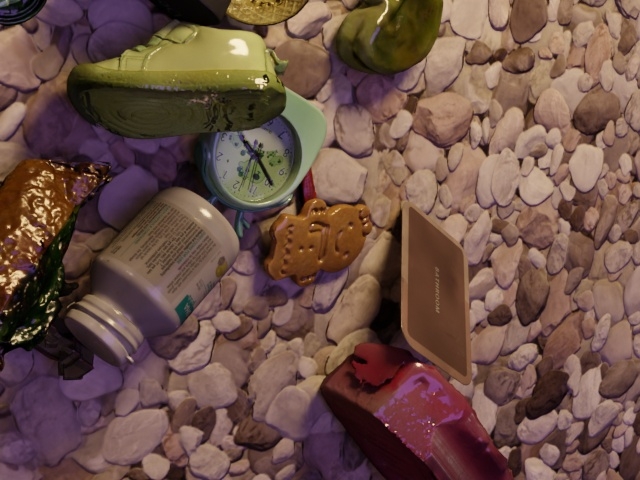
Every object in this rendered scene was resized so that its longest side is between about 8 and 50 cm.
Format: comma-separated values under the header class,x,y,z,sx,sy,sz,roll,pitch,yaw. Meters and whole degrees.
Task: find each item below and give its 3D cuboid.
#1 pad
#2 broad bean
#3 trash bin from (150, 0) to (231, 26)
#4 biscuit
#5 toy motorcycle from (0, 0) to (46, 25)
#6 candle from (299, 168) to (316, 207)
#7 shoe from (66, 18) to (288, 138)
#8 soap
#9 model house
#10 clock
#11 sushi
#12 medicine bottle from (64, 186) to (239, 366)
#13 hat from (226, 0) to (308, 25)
class,x,y,z,sx,sy,sz,roll,pitch,yaw
pad,0.175,0.076,1.587,0.176,0.002,0.266,37,41,-35
broad bean,0.111,-0.325,1.506,0.206,0.072,0.153,-54,131,-14
trash bin,-0.154,-0.400,1.278,0.165,0.115,0.225,33,77,-32
biscuit,-0.003,0.005,1.515,0.184,0.027,0.133,6,107,-43
toy motorcycle,-0.441,-0.269,1.089,0.331,0.125,0.196,-28,124,-15
candle,-0.022,-0.109,1.492,0.026,0.021,0.167,-17,110,-32
shoe,-0.171,-0.188,1.285,0.262,0.128,0.140,1,143,0
soap,0.146,0.289,1.584,0.127,0.220,0.325,-47,124,-22
model house,-0.328,0.134,1.309,0.058,0.057,0.083,-33,129,20
clock,-0.097,-0.112,1.404,0.159,0.066,0.211,31,86,-30
sushi,-0.349,0.028,1.221,0.140,0.149,0.287,32,56,-7
medicine bottle,-0.212,0.048,1.309,0.215,0.135,0.135,-51,124,-24
hat,-0.073,-0.341,1.383,0.146,0.067,0.146,0,82,3
